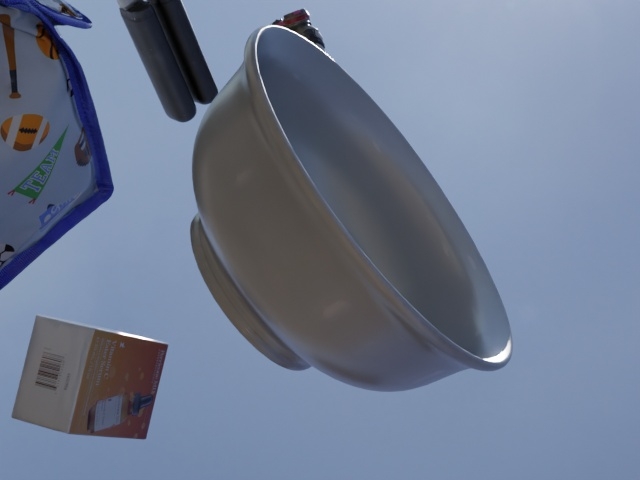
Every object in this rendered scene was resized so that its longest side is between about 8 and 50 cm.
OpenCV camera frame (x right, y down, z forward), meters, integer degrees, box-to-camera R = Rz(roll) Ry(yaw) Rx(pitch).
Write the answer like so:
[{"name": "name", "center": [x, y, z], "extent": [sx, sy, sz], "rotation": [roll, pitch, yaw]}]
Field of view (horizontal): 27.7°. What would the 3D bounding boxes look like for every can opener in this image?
[{"name": "can opener", "center": [-0.175, -0.254, 1.470], "extent": [0.095, 0.076, 0.283], "rotation": [23, -34, 41]}]

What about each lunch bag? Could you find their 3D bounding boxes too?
[{"name": "lunch bag", "center": [-0.385, -0.181, 1.229], "extent": [0.328, 0.239, 0.385], "rotation": [36, -24, 21]}]

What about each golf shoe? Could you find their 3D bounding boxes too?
[{"name": "golf shoe", "center": [-0.047, -0.207, 1.615], "extent": [0.086, 0.067, 0.186], "rotation": [60, -27, 9]}]

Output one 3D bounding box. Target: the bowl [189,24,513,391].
[{"name": "bowl", "center": [0.000, 0.000, 0.943], "extent": [0.134, 0.298, 0.298], "rotation": [-35, -126, 18]}]

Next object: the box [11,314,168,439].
[{"name": "box", "center": [-0.281, 0.171, 1.605], "extent": [0.091, 0.170, 0.130], "rotation": [10, -95, 27]}]
